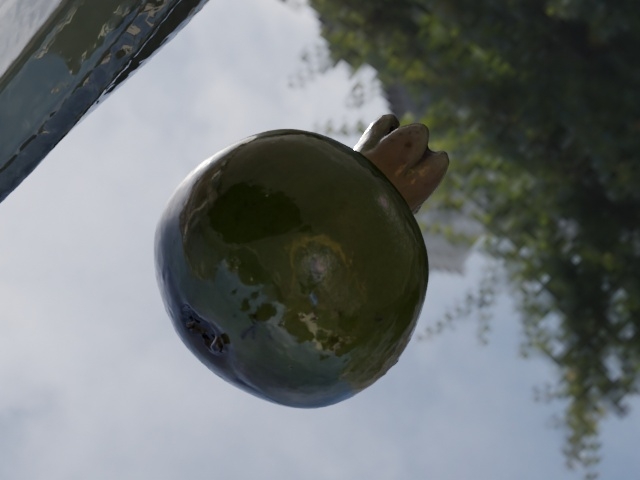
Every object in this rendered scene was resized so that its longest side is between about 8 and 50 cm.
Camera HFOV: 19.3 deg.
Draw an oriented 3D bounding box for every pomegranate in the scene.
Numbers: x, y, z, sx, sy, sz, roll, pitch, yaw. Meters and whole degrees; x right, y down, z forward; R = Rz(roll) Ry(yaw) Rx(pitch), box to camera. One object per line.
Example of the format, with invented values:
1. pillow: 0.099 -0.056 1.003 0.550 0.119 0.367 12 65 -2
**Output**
1. pomegranate: -0.001 0.002 1.177 0.179 0.210 0.179 45 178 2

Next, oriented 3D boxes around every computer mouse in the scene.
1. computer mouse: -0.103 -0.143 0.965 0.095 0.331 0.197 29 -149 -26
